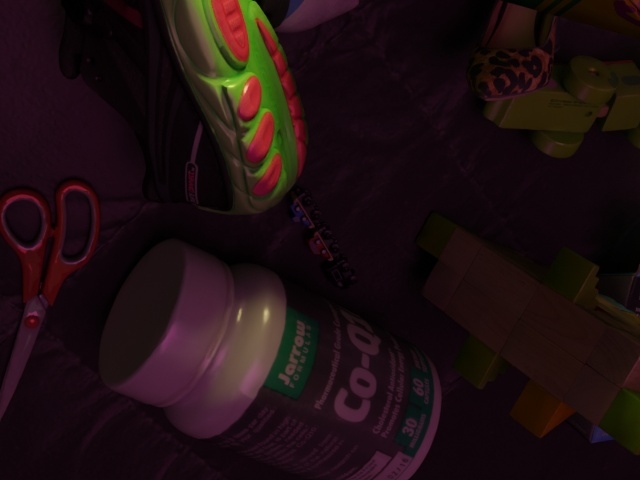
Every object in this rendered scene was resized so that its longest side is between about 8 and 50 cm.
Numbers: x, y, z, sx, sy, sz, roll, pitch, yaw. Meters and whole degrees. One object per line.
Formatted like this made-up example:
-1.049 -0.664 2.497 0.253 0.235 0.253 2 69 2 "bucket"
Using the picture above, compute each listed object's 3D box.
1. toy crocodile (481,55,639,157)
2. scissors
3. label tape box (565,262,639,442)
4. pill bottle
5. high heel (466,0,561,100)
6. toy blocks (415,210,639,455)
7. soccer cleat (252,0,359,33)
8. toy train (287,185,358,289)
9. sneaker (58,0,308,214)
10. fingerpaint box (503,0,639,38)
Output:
0.360 -0.180 1.085 0.340 0.105 0.115 -4 141 -16 "toy crocodile"
-0.304 0.074 0.965 0.109 0.021 0.297 0 111 -24 "scissors"
0.496 0.117 1.267 0.240 0.106 0.334 -1 112 -22 "label tape box"
-0.053 0.149 0.997 0.361 0.204 0.204 29 99 -31 "pill bottle"
0.213 -0.264 0.935 0.261 0.093 0.186 -46 139 -50 "high heel"
0.314 0.116 1.073 0.261 0.381 0.191 17 105 -43 "toy blocks"
-0.018 -0.372 0.848 0.143 0.116 0.331 -17 121 -33 "soccer cleat"
0.000 0.000 1.057 0.036 0.027 0.158 -28 121 3 "toy train"
-0.169 -0.237 0.776 0.202 0.185 0.483 -9 107 24 "sneaker"
0.287 -0.433 0.784 0.163 0.371 0.445 32 98 -31 "fingerpaint box"
